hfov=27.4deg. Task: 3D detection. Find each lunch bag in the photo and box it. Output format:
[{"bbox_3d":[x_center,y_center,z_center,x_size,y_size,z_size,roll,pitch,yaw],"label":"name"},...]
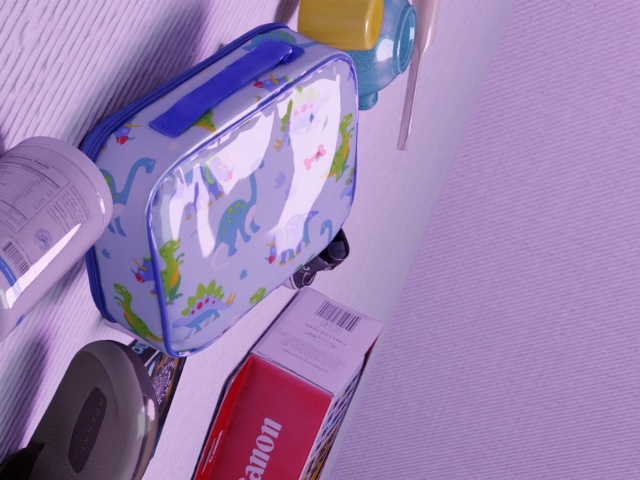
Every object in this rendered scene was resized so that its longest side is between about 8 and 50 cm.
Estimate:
[{"bbox_3d":[-0.065,-0.042,0.908,0.219,0.090,0.176,-40,144,-35],"label":"lunch bag"}]

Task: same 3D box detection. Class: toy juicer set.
[{"bbox_3d":[0.051,-0.233,1.262,0.329,0.089,0.209,46,57,-71],"label":"toy juicer set"}]

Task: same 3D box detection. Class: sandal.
[{"bbox_3d":[-0.207,0.204,0.943,0.086,0.120,0.303,-2,119,-48],"label":"sandal"}]

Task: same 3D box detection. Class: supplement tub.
[{"bbox_3d":[-0.164,0.000,0.689,0.107,0.071,0.071,-55,166,-48],"label":"supplement tub"}]

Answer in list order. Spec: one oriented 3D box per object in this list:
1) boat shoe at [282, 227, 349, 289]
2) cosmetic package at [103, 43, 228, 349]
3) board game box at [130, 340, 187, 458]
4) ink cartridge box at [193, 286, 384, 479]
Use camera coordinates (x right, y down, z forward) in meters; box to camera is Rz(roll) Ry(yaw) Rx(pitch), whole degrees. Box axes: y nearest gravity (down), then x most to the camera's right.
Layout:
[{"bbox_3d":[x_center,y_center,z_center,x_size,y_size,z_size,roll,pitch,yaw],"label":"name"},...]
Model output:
[{"bbox_3d":[0.000,0.000,1.579,0.080,0.076,0.228,-58,169,-33],"label":"boat shoe"},{"bbox_3d":[-0.089,-0.032,1.055,0.239,0.060,0.099,-66,170,6],"label":"cosmetic package"},{"bbox_3d":[-0.168,0.156,1.214,0.126,0.026,0.186,-47,160,-61],"label":"board game box"},{"bbox_3d":[-0.059,0.265,1.788,0.272,0.130,0.309,-48,161,-58],"label":"ink cartridge box"}]
